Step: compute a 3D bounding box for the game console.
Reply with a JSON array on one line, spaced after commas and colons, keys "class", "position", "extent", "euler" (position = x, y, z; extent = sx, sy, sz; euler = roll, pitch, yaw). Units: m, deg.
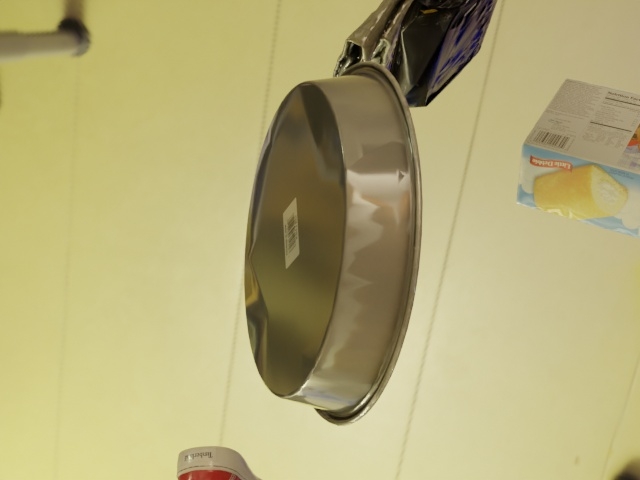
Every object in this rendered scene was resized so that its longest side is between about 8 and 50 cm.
[{"class": "game console", "position": [0.195, -0.285, 1.374], "extent": [0.044, 0.361, 0.213], "euler": [40, 162, 10]}]

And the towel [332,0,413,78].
[{"class": "towel", "position": [0.106, -0.250, 1.558], "extent": [0.056, 0.324, 0.312], "euler": [39, 159, 3]}]

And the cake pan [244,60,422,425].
[{"class": "cake pan", "position": [0.000, 0.000, 1.088], "extent": [0.054, 0.293, 0.293], "euler": [5, 124, -19]}]

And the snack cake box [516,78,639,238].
[{"class": "snack cake box", "position": [0.368, -0.080, 1.509], "extent": [0.264, 0.152, 0.089], "euler": [17, 131, 21]}]

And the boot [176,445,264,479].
[{"class": "boot", "position": [-0.080, 0.330, 1.376], "extent": [0.088, 0.176, 0.244], "euler": [-11, 150, 18]}]
